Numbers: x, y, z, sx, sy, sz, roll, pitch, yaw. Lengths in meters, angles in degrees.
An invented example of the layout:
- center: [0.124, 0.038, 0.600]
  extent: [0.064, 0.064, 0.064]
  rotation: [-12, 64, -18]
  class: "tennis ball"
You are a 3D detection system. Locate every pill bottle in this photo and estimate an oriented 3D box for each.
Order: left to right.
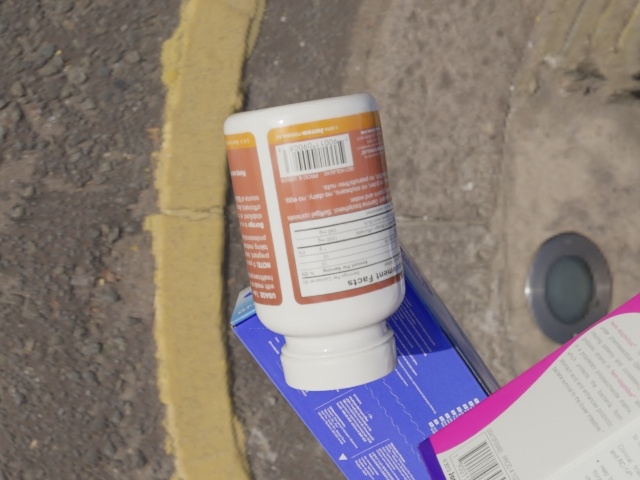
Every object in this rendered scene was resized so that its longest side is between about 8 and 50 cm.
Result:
- center: [0.000, 0.000, 0.768]
  extent: [0.121, 0.121, 0.216]
  rotation: [-14, 100, -31]
  class: "pill bottle"

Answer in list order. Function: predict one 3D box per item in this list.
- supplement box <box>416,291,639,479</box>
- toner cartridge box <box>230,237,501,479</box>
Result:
- center: [0.194, 0.139, 0.662]
  extent: [0.220, 0.111, 0.114]
  rotation: [-37, 112, 7]
  class: "supplement box"
- center: [0.082, 0.157, 0.948]
  extent: [0.165, 0.075, 0.347]
  rotation: [-31, 107, 14]
  class: "toner cartridge box"
